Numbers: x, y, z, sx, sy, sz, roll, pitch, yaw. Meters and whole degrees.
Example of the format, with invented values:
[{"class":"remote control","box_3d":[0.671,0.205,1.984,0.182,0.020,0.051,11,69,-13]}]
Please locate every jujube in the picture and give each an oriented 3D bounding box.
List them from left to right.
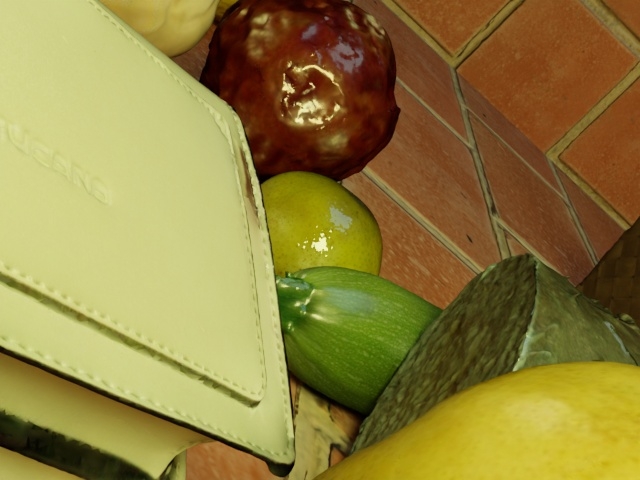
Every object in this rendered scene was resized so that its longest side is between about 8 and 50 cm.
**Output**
[{"class":"jujube","box_3d":[-0.023,-0.142,1.107,0.197,0.197,0.290,41,2,-13]}]

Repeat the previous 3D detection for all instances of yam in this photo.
[{"class":"yam","box_3d":[0.188,0.174,0.769,0.348,0.241,0.241,32,21,-19]}]

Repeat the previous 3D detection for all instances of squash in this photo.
[{"class":"squash","box_3d":[0.087,0.106,0.928,0.395,0.107,0.107,27,25,-37]}]

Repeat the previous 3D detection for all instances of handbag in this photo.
[{"class":"handbag","box_3d":[-0.170,-0.040,0.456,0.358,0.160,0.237,38,40,-50]}]

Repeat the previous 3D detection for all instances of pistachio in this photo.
[{"class":"pistachio","box_3d":[-0.183,-0.282,1.098,0.187,0.187,0.299,32,16,-35]}]

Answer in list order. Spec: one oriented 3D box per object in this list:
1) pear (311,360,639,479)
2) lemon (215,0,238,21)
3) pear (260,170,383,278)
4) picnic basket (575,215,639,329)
[{"class":"pear","box_3d":[0.104,0.210,0.440,0.314,0.314,0.314,40,18,-16]},{"class":"lemon","box_3d":[-0.090,-0.375,1.411,0.253,0.228,0.228,17,32,-57]},{"class":"pear","box_3d":[0.000,0.000,0.986,0.141,0.104,0.141,41,21,-20]},{"class":"picnic basket","box_3d":[0.553,0.131,1.665,0.320,0.254,0.291,17,31,-30]}]
